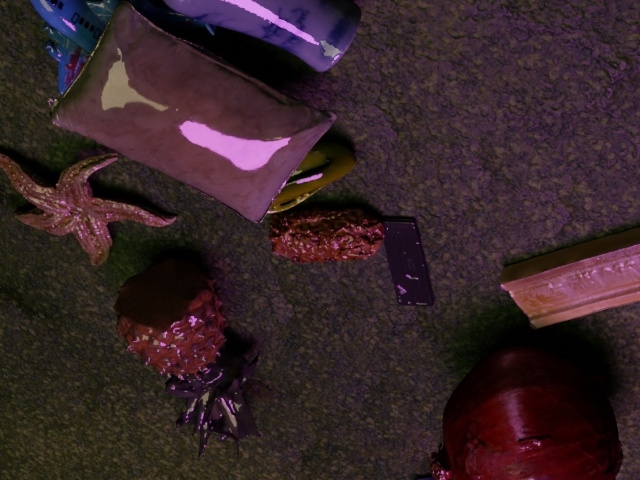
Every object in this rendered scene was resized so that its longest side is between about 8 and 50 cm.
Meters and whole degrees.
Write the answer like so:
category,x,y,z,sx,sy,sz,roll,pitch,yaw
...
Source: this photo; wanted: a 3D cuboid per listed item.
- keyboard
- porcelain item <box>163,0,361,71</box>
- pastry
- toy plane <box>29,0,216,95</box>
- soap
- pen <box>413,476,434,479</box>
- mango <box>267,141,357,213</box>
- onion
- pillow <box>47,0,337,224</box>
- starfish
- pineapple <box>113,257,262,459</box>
category,x,y,z,sx,sy,sz,roll,pitch,yaw
keyboard,0.114,0.029,2.018,0.053,0.010,0.155,3,133,20
porcelain item,-0.081,-0.288,1.702,0.259,0.141,0.141,30,137,-18
pastry,-0.001,-0.002,1.994,0.169,0.063,0.087,-5,129,31
toy plane,-0.252,-0.247,1.824,0.254,0.105,0.271,-20,128,35
soap,0.352,0.043,1.913,0.252,0.037,0.092,-19,124,35
pen,0.229,0.356,2.284,0.204,0.025,0.025,-11,127,31
mango,-0.034,-0.086,1.921,0.165,0.074,0.091,-19,161,13
onion,0.268,0.277,2.013,0.276,0.276,0.276,12,136,12
pillow,-0.153,-0.147,1.801,0.302,0.075,0.185,27,120,-21
starfish,-0.335,-0.047,2.112,0.277,0.062,0.236,17,142,0
pineapple,-0.169,0.179,2.205,0.165,0.166,0.364,1,141,22
